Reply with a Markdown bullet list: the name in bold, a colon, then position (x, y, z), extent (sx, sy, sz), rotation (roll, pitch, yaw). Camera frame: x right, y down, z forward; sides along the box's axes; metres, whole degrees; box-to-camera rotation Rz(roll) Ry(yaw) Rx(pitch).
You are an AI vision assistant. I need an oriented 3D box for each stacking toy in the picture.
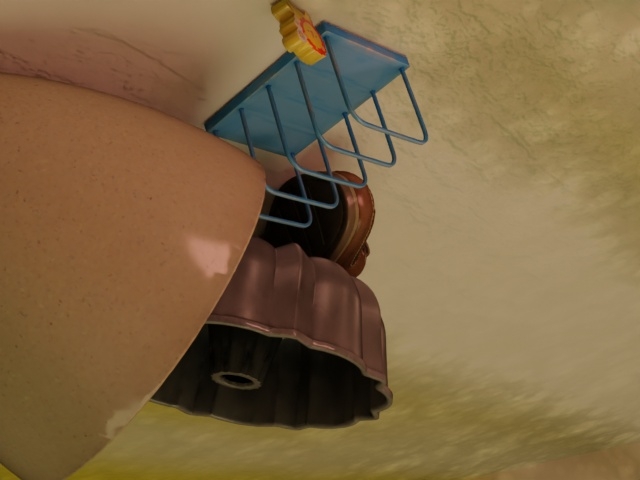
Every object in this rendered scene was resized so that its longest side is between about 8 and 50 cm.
- **stacking toy**: position (-0.005, -0.227, 0.826), extent (0.167, 0.052, 0.221), rotation (-29, 151, 24)

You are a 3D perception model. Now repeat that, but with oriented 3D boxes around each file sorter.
- **file sorter**: position (-0.003, -0.100, 1.022), extent (0.118, 0.104, 0.170), rotation (13, 142, -45)

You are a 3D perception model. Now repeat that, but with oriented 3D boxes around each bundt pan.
- **bundt pan**: position (-0.080, 0.092, 1.151), extent (0.330, 0.124, 0.331), rotation (7, 155, 3)

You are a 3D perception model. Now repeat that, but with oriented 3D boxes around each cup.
- **cup**: position (-0.238, -0.003, 0.890), extent (0.237, 0.331, 0.331), rotation (38, 129, -20)

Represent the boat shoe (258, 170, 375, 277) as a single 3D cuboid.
- **boat shoe**: position (0.000, 0.000, 1.239), extent (0.104, 0.111, 0.307), rotation (-7, 163, -26)
